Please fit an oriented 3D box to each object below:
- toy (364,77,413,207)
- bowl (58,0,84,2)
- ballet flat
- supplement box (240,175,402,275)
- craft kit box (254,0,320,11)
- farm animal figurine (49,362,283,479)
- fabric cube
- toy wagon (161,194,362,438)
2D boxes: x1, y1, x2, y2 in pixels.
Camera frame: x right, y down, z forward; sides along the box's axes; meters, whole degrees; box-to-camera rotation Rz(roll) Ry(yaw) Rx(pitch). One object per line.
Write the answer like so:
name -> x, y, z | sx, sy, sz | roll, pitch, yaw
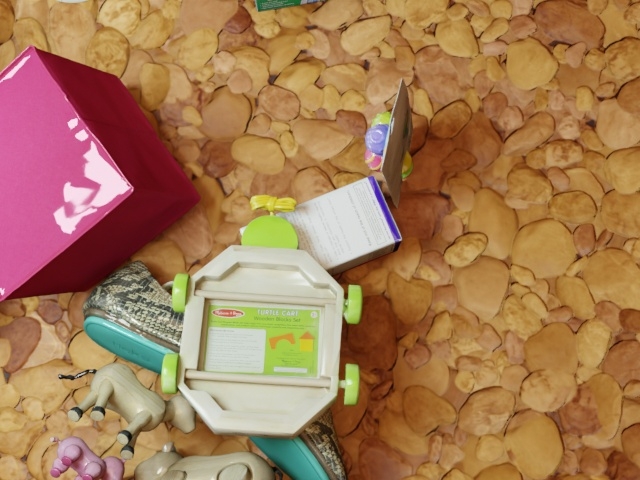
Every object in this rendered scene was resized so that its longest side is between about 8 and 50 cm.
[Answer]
toy -> 0.098, -0.142, 1.500 | 0.056, 0.237, 0.137 | 10, 81, 14
bowl -> -0.411, -0.481, 1.633 | 0.170, 0.080, 0.170 | 0, 81, 0
ballet flat -> -0.124, 0.182, 1.500 | 0.482, 0.164, 0.182 | 33, 58, 7
supplement box -> 0.000, 0.000, 1.536 | 0.220, 0.111, 0.114 | -23, 81, -4
craft kit box -> 0.011, -0.437, 1.539 | 0.249, 0.246, 0.061 | -10, 80, -1
farm animal figurine -> -0.206, 0.332, 1.435 | 0.326, 0.172, 0.330 | 10, 118, 10
fabric cube -> -0.378, -0.090, 1.452 | 0.254, 0.258, 0.259 | -37, 82, 12
toy wagon -> -0.075, 0.102, 1.410 | 0.267, 0.068, 0.344 | 4, 65, -1
